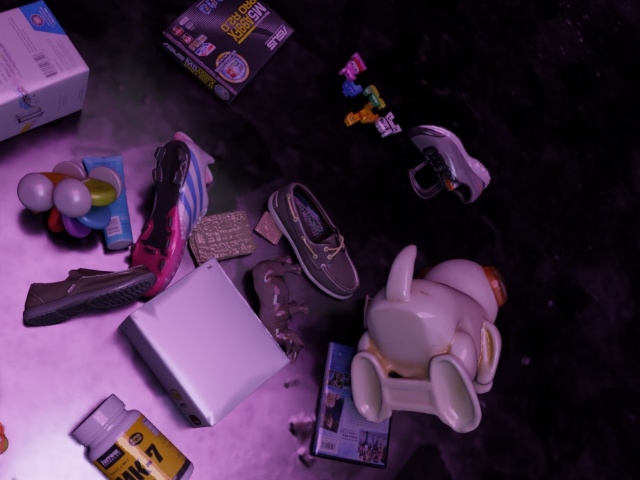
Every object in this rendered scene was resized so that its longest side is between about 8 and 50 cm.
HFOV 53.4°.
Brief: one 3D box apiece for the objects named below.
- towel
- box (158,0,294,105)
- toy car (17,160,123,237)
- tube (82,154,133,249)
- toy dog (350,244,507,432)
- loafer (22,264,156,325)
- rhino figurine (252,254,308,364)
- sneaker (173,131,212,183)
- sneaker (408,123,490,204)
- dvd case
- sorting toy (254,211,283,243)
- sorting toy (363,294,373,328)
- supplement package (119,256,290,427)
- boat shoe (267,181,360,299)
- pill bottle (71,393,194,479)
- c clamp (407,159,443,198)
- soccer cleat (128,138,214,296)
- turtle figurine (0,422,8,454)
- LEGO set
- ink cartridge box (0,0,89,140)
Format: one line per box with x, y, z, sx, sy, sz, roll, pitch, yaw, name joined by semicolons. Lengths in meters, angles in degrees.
-0.220;-0.009;1.409;0.148;0.027;0.110;-15;80;-27;towel
-0.222;-0.492;1.542;0.216;0.060;0.270;40;62;-9;box
-0.482;-0.073;1.239;0.182;0.159;0.136;9;111;12;toy car
-0.434;-0.085;1.321;0.080;0.052;0.207;-6;71;-31;tube
0.255;0.180;1.429;0.408;0.285;0.395;-27;99;-53;toy dog
-0.442;0.085;1.210;0.251;0.094;0.087;-15;70;-10;loafer
-0.088;0.151;1.396;0.106;0.073;0.243;-4;77;-31;rhino figurine
-0.301;-0.173;1.408;0.070;0.051;0.134;-34;95;-35;sneaker
0.335;-0.203;1.678;0.271;0.100;0.108;39;66;-16;sneaker
0.083;0.371;1.437;0.180;0.022;0.253;18;67;-21;dvd case
-0.110;-0.039;1.479;0.062;0.012;0.083;36;62;-14;sorting toy
0.131;0.176;1.513;0.083;0.045;0.075;17;75;-21;sorting toy
-0.232;0.206;1.267;0.204;0.145;0.262;-37;91;-30;supplement package
-0.003;0.002;1.466;0.109;0.091;0.305;-39;96;-37;boat shoe
-0.345;0.389;1.170;0.208;0.119;0.119;46;61;-6;pill bottle
0.288;-0.190;1.716;0.161;0.022;0.137;-42;99;-31;c clamp
-0.293;-0.041;1.321;0.143;0.116;0.331;13;90;-61;soccer cleat
-0.625;0.342;1.069;0.217;0.087;0.269;-3;84;-19;turtle figurine
0.100;-0.350;1.641;0.093;0.087;0.227;-35;97;-27;LEGO set
-0.606;-0.319;1.240;0.233;0.168;0.171;-33;89;-30;ink cartridge box
